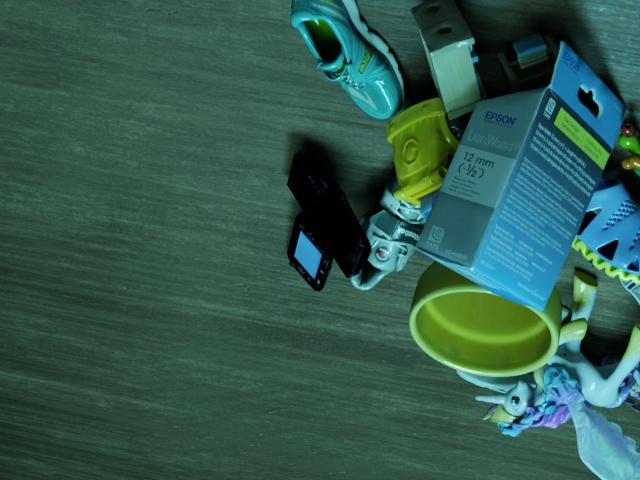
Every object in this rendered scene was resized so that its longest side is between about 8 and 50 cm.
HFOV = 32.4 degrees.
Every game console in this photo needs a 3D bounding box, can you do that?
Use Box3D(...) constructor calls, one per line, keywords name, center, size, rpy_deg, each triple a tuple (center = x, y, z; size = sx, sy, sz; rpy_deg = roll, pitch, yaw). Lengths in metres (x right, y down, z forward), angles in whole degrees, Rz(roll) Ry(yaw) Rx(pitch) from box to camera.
Box3D(name="game console", center=(0.000, 0.000, 2.013), size=(0.213, 0.044, 0.361), rpy_deg=(57, 160, 19))

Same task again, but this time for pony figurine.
Box3D(name="pony figurine", center=(0.521, 0.276, 2.098), size=(0.351, 0.302, 0.363), rpy_deg=(25, 121, -8))

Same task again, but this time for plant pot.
Box3D(name="plant pot", center=(0.297, 0.072, 1.922), size=(0.254, 0.239, 0.254), rpy_deg=(10, 141, 8))

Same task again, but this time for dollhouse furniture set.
Box3D(name="dollhouse furniture set", center=(0.247, -0.291, 1.619), size=(0.184, 0.129, 0.129), rpy_deg=(-19, 133, 5))

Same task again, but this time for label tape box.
Box3D(name="label tape box", center=(0.305, -0.096, 1.637), size=(0.115, 0.347, 0.249), rpy_deg=(19, 175, 39))

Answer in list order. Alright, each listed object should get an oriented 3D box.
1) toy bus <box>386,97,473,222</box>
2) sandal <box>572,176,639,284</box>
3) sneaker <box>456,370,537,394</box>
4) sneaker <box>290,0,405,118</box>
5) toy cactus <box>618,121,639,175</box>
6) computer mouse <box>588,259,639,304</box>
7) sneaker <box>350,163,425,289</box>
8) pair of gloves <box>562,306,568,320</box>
Box3D(name="toy bus", center=(0.224, -0.098, 1.738), size=(0.220, 0.211, 0.149), rpy_deg=(14, 154, -33))
Box3D(name="sandal", center=(0.460, -0.041, 1.779), size=(0.317, 0.126, 0.138), rpy_deg=(28, 132, 17))
Box3D(name="sneaker", center=(0.386, 0.308, 2.303), size=(0.217, 0.079, 0.121), rpy_deg=(9, 140, 8))
Box3D(name="sneaker", center=(0.033, -0.280, 1.697), size=(0.107, 0.110, 0.275), rpy_deg=(-15, 133, 33))
Box3D(name="toy cactus", center=(0.550, -0.093, 1.725), size=(0.219, 0.112, 0.180), rpy_deg=(33, 166, 12))
Box3D(name="computer mouse", center=(0.578, 0.069, 1.979), size=(0.106, 0.042, 0.193), rpy_deg=(-29, 118, 37))
Box3D(name="sneaker", center=(0.142, -0.023, 1.944), size=(0.123, 0.146, 0.330), rpy_deg=(23, 140, -6))
Box3D(name="pair of gloves", center=(0.340, 0.157, 2.169), size=(0.204, 0.042, 0.240), rpy_deg=(29, 141, -15))
